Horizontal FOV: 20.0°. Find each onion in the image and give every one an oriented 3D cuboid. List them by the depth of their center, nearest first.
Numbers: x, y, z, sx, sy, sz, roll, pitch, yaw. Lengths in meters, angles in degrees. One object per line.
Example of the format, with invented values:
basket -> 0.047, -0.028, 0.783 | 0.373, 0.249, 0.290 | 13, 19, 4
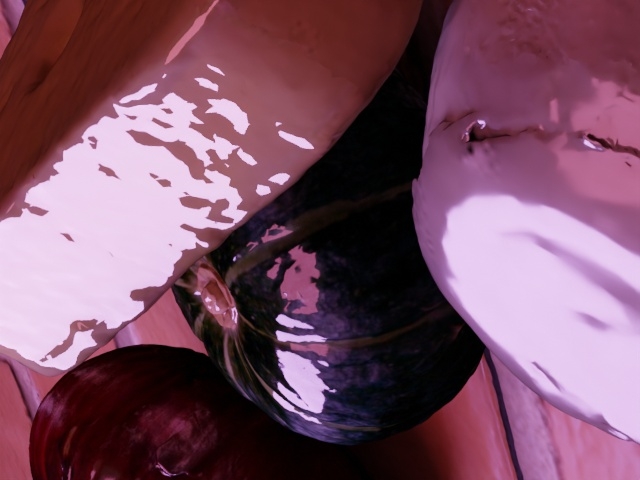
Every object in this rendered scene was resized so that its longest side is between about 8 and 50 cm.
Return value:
onion -> -0.063, 0.191, 1.343 | 0.314, 0.232, 0.314 | 39, 167, 10

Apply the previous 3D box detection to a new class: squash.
squash -> 0.000, 0.000, 1.102 | 0.252, 0.165, 0.252 | 47, 151, 36

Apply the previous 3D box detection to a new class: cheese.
cheese -> -0.078, -0.140, 0.978 | 0.104, 0.384, 0.384 | 26, 159, -23

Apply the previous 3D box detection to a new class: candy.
candy -> 0.179, -0.026, 0.811 | 0.295, 0.185, 0.295 | 26, 144, 21
